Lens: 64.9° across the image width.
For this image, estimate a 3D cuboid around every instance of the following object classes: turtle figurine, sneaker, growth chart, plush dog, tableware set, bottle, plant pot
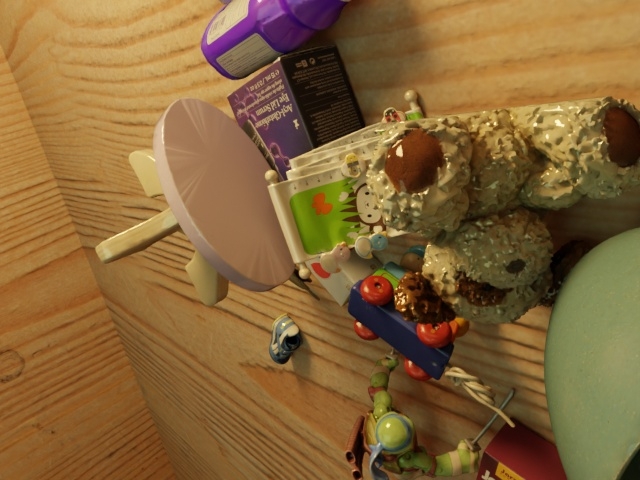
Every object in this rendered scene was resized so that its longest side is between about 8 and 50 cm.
[{"bbox_3d":[0.162,0.278,0.802,0.197,0.275,0.266,22,154,13],"label":"turtle figurine"},{"bbox_3d":[-0.075,0.229,1.102,0.059,0.053,0.144,33,137,30],"label":"sneaker"},{"bbox_3d":[0.050,-0.062,0.649,0.172,0.237,0.021,63,-175,-9],"label":"growth chart"},{"bbox_3d":[0.168,-0.019,0.525,0.210,0.262,0.226,-124,26,-76],"label":"plush dog"},{"bbox_3d":[-0.069,0.029,0.893,0.128,0.039,0.194,30,167,37],"label":"tableware set"},{"bbox_3d":[-0.053,-0.300,0.661,0.092,0.118,0.282,41,154,-30],"label":"bottle"},{"bbox_3d":[0.300,0.094,0.397,0.195,0.289,0.291,-107,10,-60],"label":"plant pot"}]

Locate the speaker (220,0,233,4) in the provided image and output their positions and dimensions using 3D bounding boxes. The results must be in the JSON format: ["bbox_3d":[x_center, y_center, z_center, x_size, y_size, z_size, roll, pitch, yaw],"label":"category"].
[{"bbox_3d":[-0.103,-0.388,0.718,0.136,0.055,0.055,-2,111,52],"label":"speaker"}]

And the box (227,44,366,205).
[{"bbox_3d":[-0.023,-0.149,0.734,0.153,0.108,0.207,-11,104,53],"label":"box"}]

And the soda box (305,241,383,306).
[{"bbox_3d":[0.000,0.000,0.840,0.216,0.069,0.074,47,142,18],"label":"soda box"}]

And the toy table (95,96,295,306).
[{"bbox_3d":[-0.167,-0.038,0.708,0.160,0.252,0.275,-28,79,39],"label":"toy table"}]

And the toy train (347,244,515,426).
[{"bbox_3d":[0.170,0.111,0.653,0.248,0.143,0.105,35,145,25],"label":"toy train"}]

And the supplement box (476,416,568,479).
[{"bbox_3d":[0.284,0.365,0.724,0.104,0.080,0.188,28,133,38],"label":"supplement box"}]
